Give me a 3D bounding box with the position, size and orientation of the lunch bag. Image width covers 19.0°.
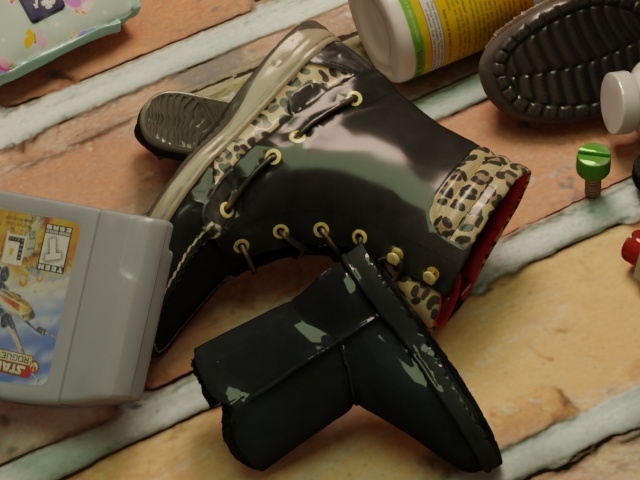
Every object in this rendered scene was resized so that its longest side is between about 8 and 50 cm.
[{"bbox_3d":[-0.359,-0.301,2.164,0.223,0.160,0.262,-29,62,-23],"label":"lunch bag"}]

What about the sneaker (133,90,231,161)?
[{"bbox_3d":[-0.086,-0.104,2.005,0.222,0.118,0.083,18,85,-10],"label":"sneaker"}]

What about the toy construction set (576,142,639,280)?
[{"bbox_3d":[0.414,-0.058,1.795,0.257,0.237,0.309,-15,49,-7],"label":"toy construction set"}]

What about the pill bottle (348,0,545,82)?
[{"bbox_3d":[0.166,-0.276,2.089,0.246,0.136,0.136,-22,49,-13],"label":"pill bottle"}]

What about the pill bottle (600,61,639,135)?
[{"bbox_3d":[0.371,-0.148,1.969,0.152,0.086,0.086,-6,47,-12],"label":"pill bottle"}]

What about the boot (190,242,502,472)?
[{"bbox_3d":[0.021,0.153,1.747,0.207,0.094,0.246,-36,87,7],"label":"boot"}]

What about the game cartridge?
[{"bbox_3d":[-0.286,0.054,1.819,0.297,0.062,0.198,10,82,29],"label":"game cartridge"}]

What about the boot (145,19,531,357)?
[{"bbox_3d":[0.000,0.000,1.848,0.284,0.138,0.377,31,74,14],"label":"boot"}]

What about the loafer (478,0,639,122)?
[{"bbox_3d":[0.330,-0.230,2.059,0.366,0.133,0.130,-23,15,-12],"label":"loafer"}]
